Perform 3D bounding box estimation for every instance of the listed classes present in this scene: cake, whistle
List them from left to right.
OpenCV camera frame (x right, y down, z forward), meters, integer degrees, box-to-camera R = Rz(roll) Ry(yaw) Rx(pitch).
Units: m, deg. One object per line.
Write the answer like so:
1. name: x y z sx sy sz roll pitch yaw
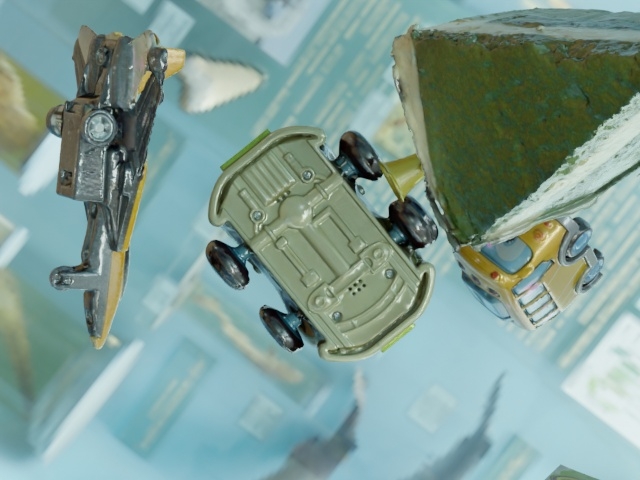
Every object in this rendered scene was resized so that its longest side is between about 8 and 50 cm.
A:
1. whistle: 0.111 -0.083 1.400 0.109 0.046 0.057 -30 166 4
2. cake: 0.182 -0.133 1.053 0.158 0.172 0.283 -21 168 -30

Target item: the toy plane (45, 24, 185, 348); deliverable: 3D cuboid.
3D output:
1. toy plane: -0.220 -0.051 1.453 0.204 0.103 0.316 16 -86 56

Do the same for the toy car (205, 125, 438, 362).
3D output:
1. toy car: 0.000 0.000 1.546 0.204 0.248 0.198 -39 -177 0

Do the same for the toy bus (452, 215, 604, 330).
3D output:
1. toy bus: 0.224 0.016 1.648 0.136 0.126 0.209 -47 153 -2

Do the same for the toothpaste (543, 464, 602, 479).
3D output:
1. toothpaste: 0.266 0.332 1.613 0.327 0.110 0.077 -13 117 -67
